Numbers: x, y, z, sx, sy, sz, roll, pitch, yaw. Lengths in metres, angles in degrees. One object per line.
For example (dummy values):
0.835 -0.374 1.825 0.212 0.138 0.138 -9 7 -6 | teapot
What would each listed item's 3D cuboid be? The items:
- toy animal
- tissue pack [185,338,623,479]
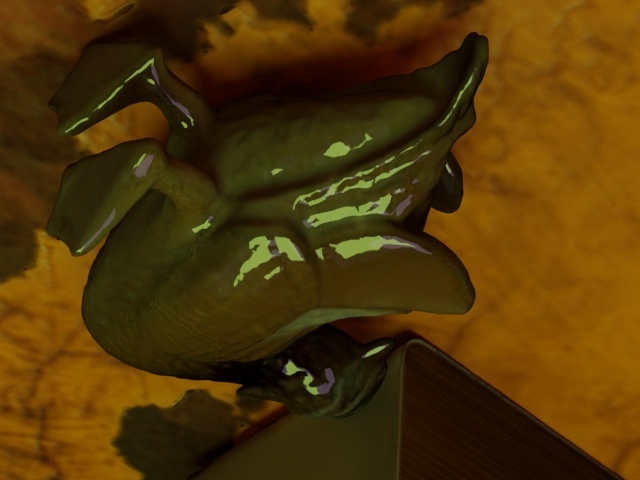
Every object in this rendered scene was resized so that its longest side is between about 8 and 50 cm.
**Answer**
0.000 0.000 0.587 0.188 0.089 0.179 -26 134 27 | toy animal
0.067 0.182 0.718 0.136 0.159 0.246 -32 127 33 | tissue pack
